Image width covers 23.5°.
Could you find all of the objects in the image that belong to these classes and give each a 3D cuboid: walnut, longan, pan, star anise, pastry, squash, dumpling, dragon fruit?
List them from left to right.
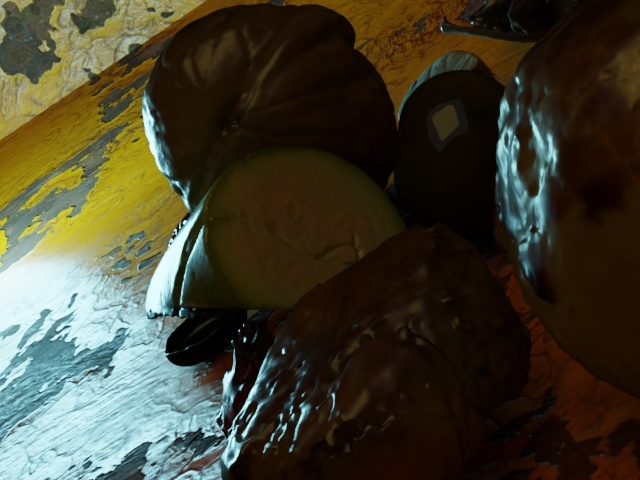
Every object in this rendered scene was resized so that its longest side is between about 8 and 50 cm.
[{"bbox_3d":[-0.101,0.078,1.855,0.212,0.040,0.115,-41,20,-2],"label":"pan"},{"bbox_3d":[-0.071,0.055,1.647,0.309,0.233,0.210,-53,45,50],"label":"squash"},{"bbox_3d":[-0.059,0.147,1.552,0.153,0.111,0.153,-35,19,14],"label":"dragon fruit"},{"bbox_3d":[-0.054,-0.140,1.829,0.332,0.333,0.333,-31,21,14],"label":"walnut"},{"bbox_3d":[0.057,0.135,1.319,0.255,0.162,0.311,-18,29,42],"label":"pastry"},{"bbox_3d":[0.149,-0.160,1.893,0.150,0.092,0.176,-48,23,-16],"label":"dumpling"},{"bbox_3d":[0.154,-0.092,1.632,0.167,0.167,0.187,-29,65,18],"label":"longan"},{"bbox_3d":[0.286,-0.307,2.005,0.262,0.081,0.230,-27,20,-5],"label":"star anise"},{"bbox_3d":[0.304,-0.062,1.140,0.388,0.313,0.388,-28,26,15],"label":"pastry"}]

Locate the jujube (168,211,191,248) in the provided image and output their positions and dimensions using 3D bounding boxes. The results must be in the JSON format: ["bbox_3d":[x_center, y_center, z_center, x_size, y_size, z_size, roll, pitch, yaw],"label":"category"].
[{"bbox_3d":[-0.140,0.012,1.970,0.112,0.109,0.176,-18,10,-3],"label":"jujube"}]
